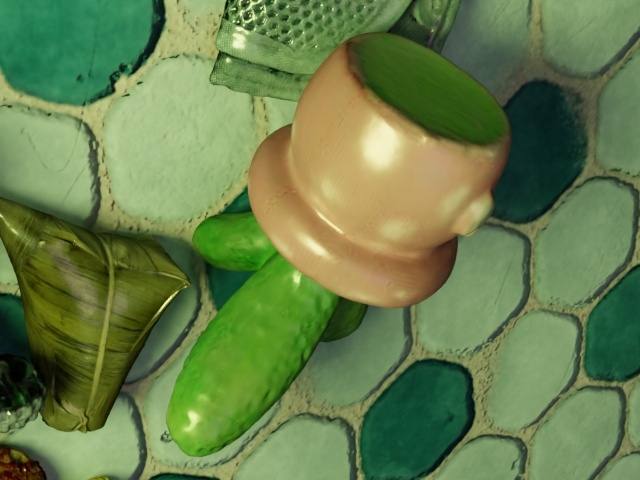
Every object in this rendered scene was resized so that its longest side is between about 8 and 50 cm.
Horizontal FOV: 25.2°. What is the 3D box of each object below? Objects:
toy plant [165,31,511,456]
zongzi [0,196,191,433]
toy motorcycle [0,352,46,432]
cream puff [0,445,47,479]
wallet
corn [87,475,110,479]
[{"bbox_3d":[0.006,-0.001,1.290,0.356,0.210,0.317,-50,175,33],"label":"toy plant"},{"bbox_3d":[-0.250,0.074,1.275,0.204,0.094,0.205,21,103,-37],"label":"zongzi"},{"bbox_3d":[-0.368,0.119,1.177,0.270,0.159,0.106,-10,136,-26],"label":"toy motorcycle"},{"bbox_3d":[-0.318,0.261,1.341,0.149,0.084,0.149,-19,128,-27],"label":"cream puff"},{"bbox_3d":[0.048,-0.279,1.294,0.237,0.075,0.342,7,112,-35],"label":"wallet"},{"bbox_3d":[-0.268,0.316,1.418,0.203,0.072,0.072,-44,132,-5],"label":"corn"}]
